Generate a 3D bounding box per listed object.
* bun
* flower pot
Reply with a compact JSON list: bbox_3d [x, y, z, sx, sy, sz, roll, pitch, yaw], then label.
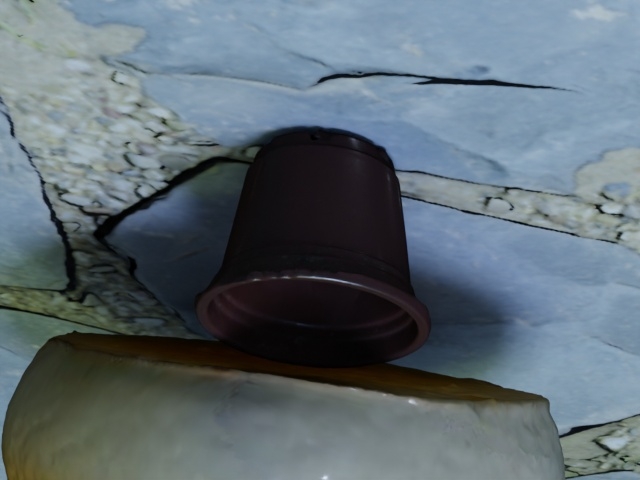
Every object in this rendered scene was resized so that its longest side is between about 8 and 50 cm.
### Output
[{"bbox_3d":[-0.021,0.143,0.982,0.299,0.164,0.299,8,-179,0],"label":"bun"},{"bbox_3d":[0.000,0.000,0.872,0.111,0.089,0.111,4,154,2],"label":"flower pot"}]
